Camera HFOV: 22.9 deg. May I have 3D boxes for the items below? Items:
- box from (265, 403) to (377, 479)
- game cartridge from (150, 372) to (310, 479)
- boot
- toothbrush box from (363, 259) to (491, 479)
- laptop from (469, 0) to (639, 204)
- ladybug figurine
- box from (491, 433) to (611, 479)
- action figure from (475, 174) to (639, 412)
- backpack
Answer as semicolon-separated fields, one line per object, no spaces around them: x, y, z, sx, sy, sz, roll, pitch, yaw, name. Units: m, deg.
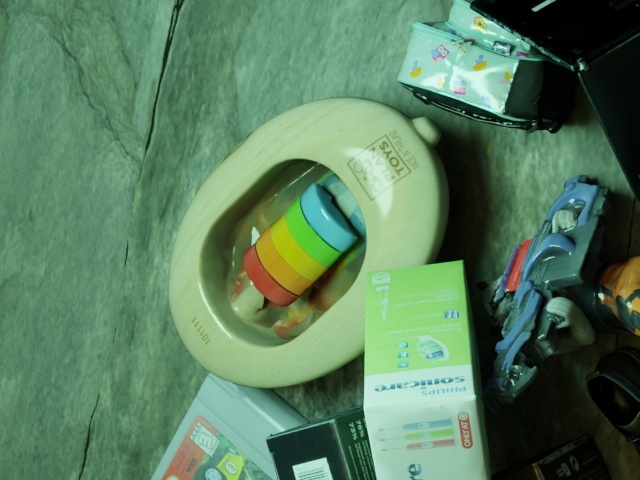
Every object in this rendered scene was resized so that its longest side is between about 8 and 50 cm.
0.048;0.283;1.938;0.108;0.207;0.153;-20;84;32;box
-0.126;0.332;2.144;0.196;0.060;0.294;36;112;19;game cartridge
0.373;0.227;1.790;0.082;0.106;0.219;-41;74;28;boot
0.120;0.182;1.747;0.122;0.283;0.206;-7;118;7;toothbrush box
0.338;-0.204;1.724;0.264;0.234;0.137;39;150;39;laptop
0.000;0.000;1.965;0.449;0.162;0.305;-39;75;29;ladybug figurine
0.238;0.352;1.850;0.203;0.168;0.167;-29;81;30;box
0.313;0.097;1.753;0.330;0.341;0.178;5;139;38;action figure
0.190;-0.206;1.825;0.188;0.166;0.144;12;100;27;backpack
